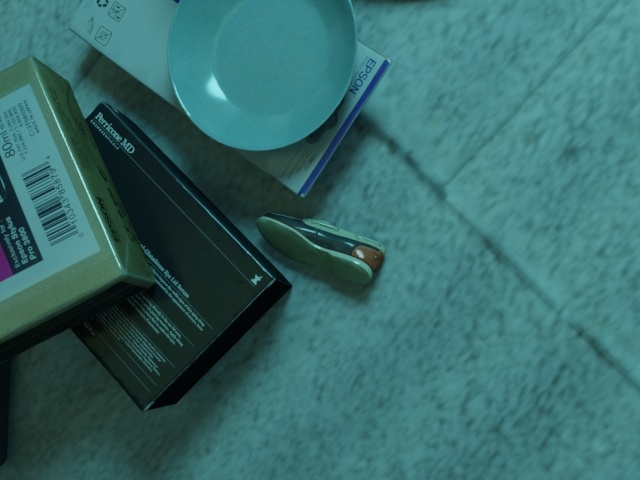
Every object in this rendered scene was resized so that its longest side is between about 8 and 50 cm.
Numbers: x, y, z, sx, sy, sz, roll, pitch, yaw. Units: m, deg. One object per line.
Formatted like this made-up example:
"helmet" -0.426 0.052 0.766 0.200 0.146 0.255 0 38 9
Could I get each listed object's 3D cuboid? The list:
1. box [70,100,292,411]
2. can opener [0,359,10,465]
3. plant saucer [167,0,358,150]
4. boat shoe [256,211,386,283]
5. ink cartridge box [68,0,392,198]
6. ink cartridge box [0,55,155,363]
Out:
"box" -0.188 0.016 0.845 0.184 0.103 0.261 -45 79 3
"can opener" -0.370 0.129 0.932 0.095 0.076 0.284 3 92 17
"plant saucer" -0.053 -0.182 0.780 0.194 0.037 0.195 0 91 18
"boat shoe" 0.000 0.000 0.833 0.137 0.049 0.043 22 56 18
"ink cartridge box" -0.094 -0.199 0.845 0.332 0.065 0.165 38 102 14
"ink cartridge box" -0.295 -0.024 0.772 0.193 0.088 0.235 -27 80 3
